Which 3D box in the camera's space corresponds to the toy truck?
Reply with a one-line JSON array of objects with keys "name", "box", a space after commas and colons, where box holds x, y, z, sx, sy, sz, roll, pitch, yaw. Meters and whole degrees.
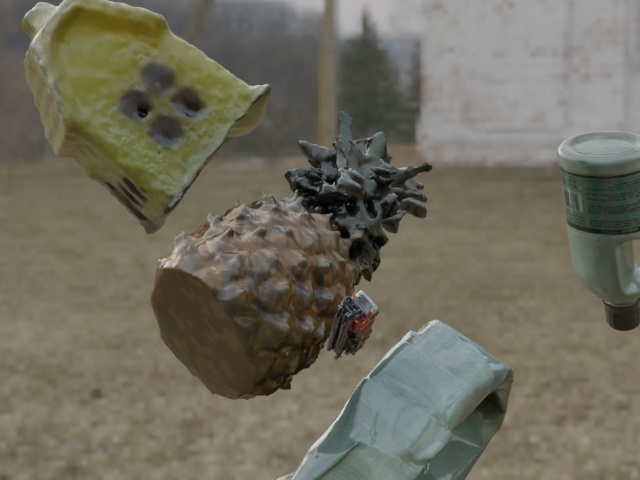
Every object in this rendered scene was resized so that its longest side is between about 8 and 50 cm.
[{"name": "toy truck", "box": [0.022, 0.059, 1.242, 0.032, 0.024, 0.083, -35, -15, -22]}]

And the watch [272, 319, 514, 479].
[{"name": "watch", "box": [0.078, 0.196, 1.605, 0.162, 0.241, 0.253, 34, 11, 19]}]

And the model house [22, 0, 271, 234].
[{"name": "model house", "box": [-0.190, -0.148, 1.731, 0.175, 0.234, 0.193, -47, 4, -10]}]

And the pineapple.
[{"name": "pineapple", "box": [0.000, 0.000, 1.570, 0.169, 0.169, 0.340, 5, 32, 42]}]

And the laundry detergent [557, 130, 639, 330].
[{"name": "laundry detergent", "box": [0.311, -0.003, 1.845, 0.099, 0.225, 0.070, -3, 30, 16]}]
